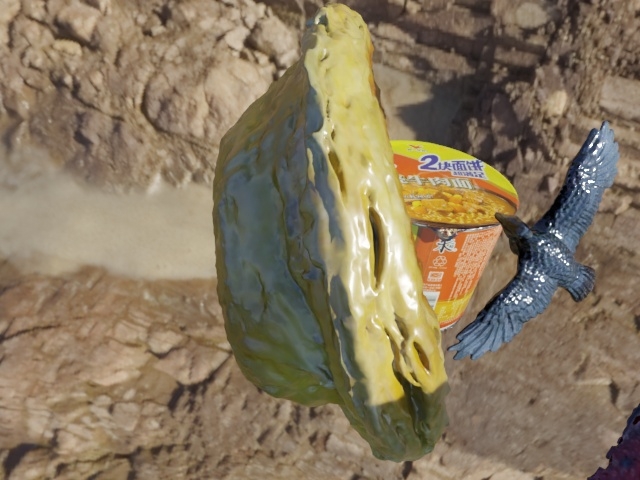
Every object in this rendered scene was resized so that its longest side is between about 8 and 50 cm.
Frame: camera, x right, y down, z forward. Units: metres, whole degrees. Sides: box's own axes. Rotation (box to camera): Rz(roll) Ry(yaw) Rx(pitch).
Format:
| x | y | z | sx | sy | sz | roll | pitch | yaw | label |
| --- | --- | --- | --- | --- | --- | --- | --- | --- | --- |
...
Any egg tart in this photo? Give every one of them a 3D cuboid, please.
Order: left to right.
| x | y | z | sx | sy | sz | roll | pitch | yaw | label |
| --- | --- | --- | --- | --- | --- | --- | --- | --- | --- |
| 0.000 | 0.000 | 0.532 | 0.128 | 0.319 | 0.318 | -10 | 69 | 5 | egg tart |

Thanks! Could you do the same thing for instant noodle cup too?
| x | y | z | sx | sy | sz | roll | pitch | yaw | label |
| --- | --- | --- | --- | --- | --- | --- | --- | --- | --- |
| 0.116 | 0.000 | 0.977 | 0.213 | 0.174 | 0.213 | 7 | 32 | -5 | instant noodle cup |

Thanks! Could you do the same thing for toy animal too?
| x | y | z | sx | sy | sz | roll | pitch | yaw | label |
| --- | --- | --- | --- | --- | --- | --- | --- | --- | --- |
| 0.175 | 0.010 | 0.632 | 0.062 | 0.108 | 0.220 | 31 | 82 | 38 | toy animal |

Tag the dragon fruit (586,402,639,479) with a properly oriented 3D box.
| x | y | z | sx | sy | sz | roll | pitch | yaw | label |
| --- | --- | --- | --- | --- | --- | --- | --- | --- | --- |
| 0.183 | 0.153 | 0.367 | 0.121 | 0.127 | 0.161 | 22 | 77 | 36 | dragon fruit |
